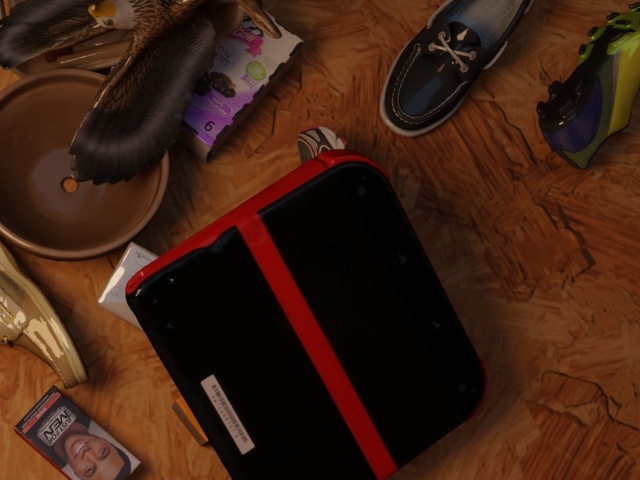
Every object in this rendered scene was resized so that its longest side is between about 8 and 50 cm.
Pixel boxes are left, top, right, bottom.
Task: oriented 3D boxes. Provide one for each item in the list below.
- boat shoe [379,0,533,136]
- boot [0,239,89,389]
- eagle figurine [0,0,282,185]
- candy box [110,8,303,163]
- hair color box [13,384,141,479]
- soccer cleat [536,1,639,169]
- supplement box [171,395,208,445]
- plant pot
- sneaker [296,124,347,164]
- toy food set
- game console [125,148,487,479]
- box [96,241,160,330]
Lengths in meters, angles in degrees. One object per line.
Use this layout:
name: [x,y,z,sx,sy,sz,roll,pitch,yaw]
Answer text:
boat shoe: [0.186,-0.270,1.772,0.114,0.091,0.302,34,72,-1]
boot: [-0.417,0.114,1.553,0.203,0.095,0.262,-38,79,-18]
eagle figurine: [-0.218,-0.243,1.530,0.225,0.298,0.226,25,35,-40]
candy box: [-0.147,-0.229,1.708,0.165,0.070,0.196,39,72,2]
hair color box: [-0.290,0.245,1.575,0.141,0.043,0.072,41,71,0]
soccer cleat: [0.403,-0.217,1.817,0.289,0.093,0.121,-48,119,-22]
supplement box: [-0.144,0.210,1.583,0.036,0.098,0.062,-36,87,-15]
plant pot: [-0.308,-0.083,1.621,0.237,0.110,0.237,3,76,-11]
sneaker: [0.000,0.000,1.654,0.112,0.121,0.299,-3,77,-10]
toy food set: [-0.259,-0.338,1.656,0.306,0.092,0.220,-14,64,-1]
game console: [-0.001,0.122,1.557,0.342,0.060,0.386,-33,108,-14]
box: [-0.206,0.064,1.601,0.102,0.101,0.087,30,84,-3]
